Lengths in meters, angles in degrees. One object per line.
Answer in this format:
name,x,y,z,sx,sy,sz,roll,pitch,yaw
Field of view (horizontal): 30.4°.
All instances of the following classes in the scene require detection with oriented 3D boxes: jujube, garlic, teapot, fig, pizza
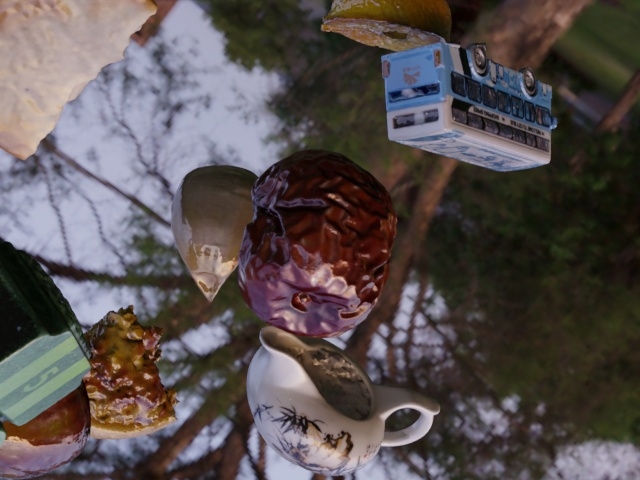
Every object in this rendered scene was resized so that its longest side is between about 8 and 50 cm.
jujube,0.000,0.000,1.476,0.213,0.213,0.232,35,-141,-28
garlic,-0.182,-0.042,2.002,0.151,0.196,0.338,14,-164,-9
teapot,0.017,0.215,1.596,0.299,0.166,0.208,16,-154,-26
fig,-0.437,0.241,1.706,0.224,0.224,0.263,36,176,-24
pizza,-0.343,0.216,1.947,0.289,0.229,0.081,19,173,-29

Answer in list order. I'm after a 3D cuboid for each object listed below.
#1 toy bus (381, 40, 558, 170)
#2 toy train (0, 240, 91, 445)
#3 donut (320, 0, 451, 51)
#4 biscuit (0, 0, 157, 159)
toy bus,0.200,-0.174,1.545,0.106,0.131,0.297,-7,170,37
toy train,-0.373,0.135,1.279,0.167,0.238,0.299,53,167,12
donut,0.098,-0.309,1.613,0.174,0.075,0.190,6,176,45
biscuit,-0.388,-0.267,1.621,0.204,0.309,0.040,34,-161,-36
